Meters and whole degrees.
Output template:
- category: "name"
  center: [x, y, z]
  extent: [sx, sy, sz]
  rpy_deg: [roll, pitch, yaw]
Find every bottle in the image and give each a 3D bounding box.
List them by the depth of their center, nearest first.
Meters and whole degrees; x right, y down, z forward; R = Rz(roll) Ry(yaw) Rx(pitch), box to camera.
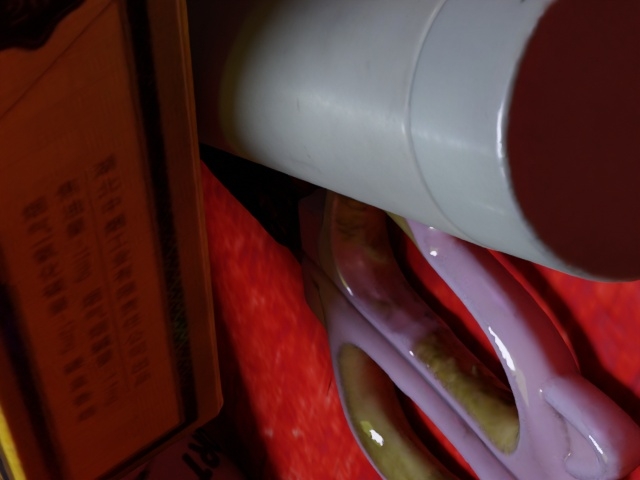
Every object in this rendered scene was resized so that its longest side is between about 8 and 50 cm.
- category: "bottle"
  center: [0.018, -0.044, 0.432]
  extent: [0.201, 0.072, 0.072]
  rpy_deg: [24, 133, 59]

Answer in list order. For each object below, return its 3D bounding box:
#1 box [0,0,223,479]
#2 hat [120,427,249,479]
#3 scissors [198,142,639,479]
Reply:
- category: "box"
  center: [-0.118, -0.063, 0.497]
  extent: [0.193, 0.084, 0.301]
  rpy_deg: [49, 160, 23]
- category: "hat"
  center: [-0.062, 0.087, 0.760]
  extent: [0.147, 0.085, 0.175]
  rpy_deg: [-125, 41, -75]
- category: "scissors"
  center: [0.000, 0.000, 0.581]
  extent: [0.317, 0.024, 0.160]
  rpy_deg: [47, 152, 39]
